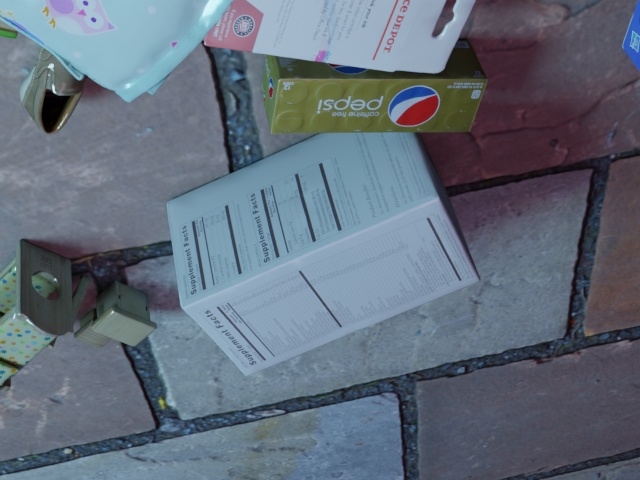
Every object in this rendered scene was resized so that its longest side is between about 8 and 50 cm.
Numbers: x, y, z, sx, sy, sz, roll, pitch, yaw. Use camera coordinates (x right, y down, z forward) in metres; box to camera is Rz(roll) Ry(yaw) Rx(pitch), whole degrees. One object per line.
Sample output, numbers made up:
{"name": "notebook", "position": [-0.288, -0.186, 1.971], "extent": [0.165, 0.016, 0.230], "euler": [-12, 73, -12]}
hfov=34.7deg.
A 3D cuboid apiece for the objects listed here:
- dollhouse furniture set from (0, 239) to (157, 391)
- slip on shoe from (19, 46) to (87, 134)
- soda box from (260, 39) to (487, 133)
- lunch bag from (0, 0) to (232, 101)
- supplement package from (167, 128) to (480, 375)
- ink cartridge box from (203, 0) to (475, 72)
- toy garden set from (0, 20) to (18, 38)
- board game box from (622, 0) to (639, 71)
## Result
{"name": "dollhouse furniture set", "position": [-0.282, 0.116, 1.025], "extent": [0.161, 0.101, 0.182], "euler": [28, 124, -38]}
{"name": "slip on shoe", "position": [-0.197, -0.131, 0.791], "extent": [0.051, 0.041, 0.135], "euler": [-4, 156, -39]}
{"name": "soda box", "position": [0.043, -0.131, 0.873], "extent": [0.181, 0.058, 0.061], "euler": [-2, 138, -14]}
{"name": "lunch bag", "position": [-0.120, -0.235, 0.564], "extent": [0.223, 0.160, 0.262], "euler": [33, 97, -28]}
{"name": "supplement package", "position": [0.000, 0.000, 0.950], "extent": [0.244, 0.133, 0.139], "euler": [-23, 139, 9]}
{"name": "ink cartridge box", "position": [0.016, -0.199, 0.782], "extent": [0.198, 0.067, 0.115], "euler": [5, 136, -19]}
{"name": "toy garden set", "position": [-0.190, -0.229, 0.702], "extent": [0.204, 0.049, 0.244], "euler": [9, 134, -24]}
{"name": "board game box", "position": [0.406, -0.218, 0.687], "extent": [0.347, 0.078, 0.233], "euler": [-8, 138, -13]}
